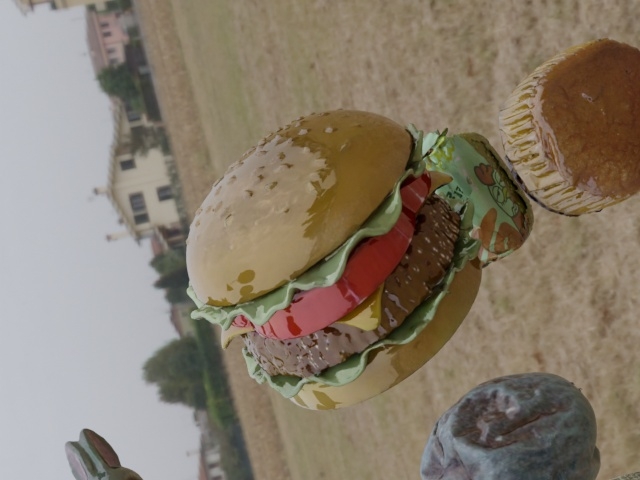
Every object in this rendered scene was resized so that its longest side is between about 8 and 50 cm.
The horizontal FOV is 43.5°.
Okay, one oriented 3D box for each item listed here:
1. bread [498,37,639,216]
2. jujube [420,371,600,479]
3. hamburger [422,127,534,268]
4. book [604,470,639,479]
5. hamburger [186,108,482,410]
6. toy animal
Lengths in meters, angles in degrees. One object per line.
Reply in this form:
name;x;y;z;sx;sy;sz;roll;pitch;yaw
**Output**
bread;0.309;-0.130;0.907;0.104;0.199;0.199;149;107;-72
jujube;0.320;0.365;1.362;0.246;0.308;0.215;-119;14;-49
hamburger;0.223;-0.068;1.166;0.125;0.235;0.214;-23;89;44
book;0.393;0.408;1.100;0.027;0.264;0.202;37;120;51
hamburger;0.000;0.000;0.754;0.212;0.274;0.274;52;-179;-26
toy animal;-0.265;0.372;1.070;0.125;0.127;0.251;-24;100;37
